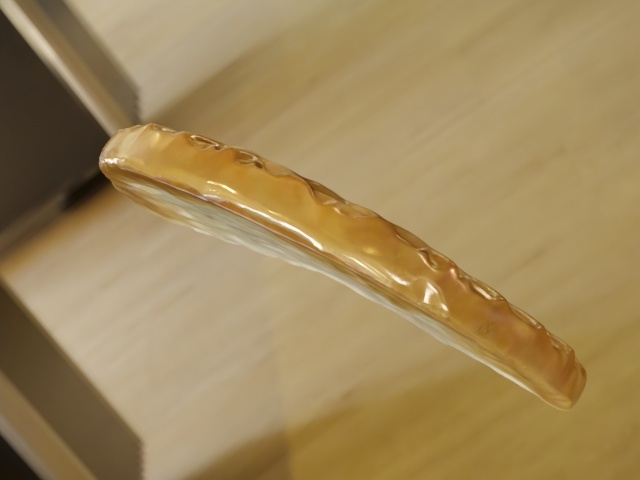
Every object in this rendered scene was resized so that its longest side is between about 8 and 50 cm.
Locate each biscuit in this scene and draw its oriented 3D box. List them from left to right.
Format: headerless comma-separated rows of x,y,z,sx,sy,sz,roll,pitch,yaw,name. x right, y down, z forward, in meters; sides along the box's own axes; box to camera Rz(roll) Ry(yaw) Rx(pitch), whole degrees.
0.000,0.000,1.087,0.309,0.204,0.040,25,83,22,biscuit
